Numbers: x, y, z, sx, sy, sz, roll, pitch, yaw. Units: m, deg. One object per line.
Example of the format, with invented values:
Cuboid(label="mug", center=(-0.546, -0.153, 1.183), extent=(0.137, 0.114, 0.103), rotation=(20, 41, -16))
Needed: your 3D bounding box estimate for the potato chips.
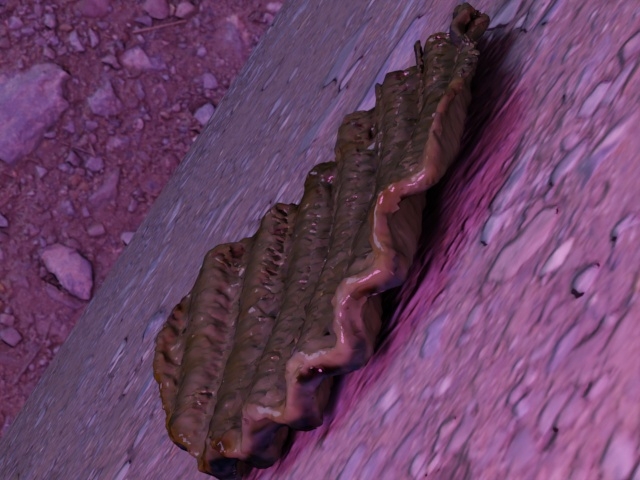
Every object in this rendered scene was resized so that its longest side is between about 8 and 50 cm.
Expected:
Cuboid(label="potato chips", center=(0.000, 0.000, 1.103), extent=(0.358, 0.070, 0.429), rotation=(-51, 12, 20))
